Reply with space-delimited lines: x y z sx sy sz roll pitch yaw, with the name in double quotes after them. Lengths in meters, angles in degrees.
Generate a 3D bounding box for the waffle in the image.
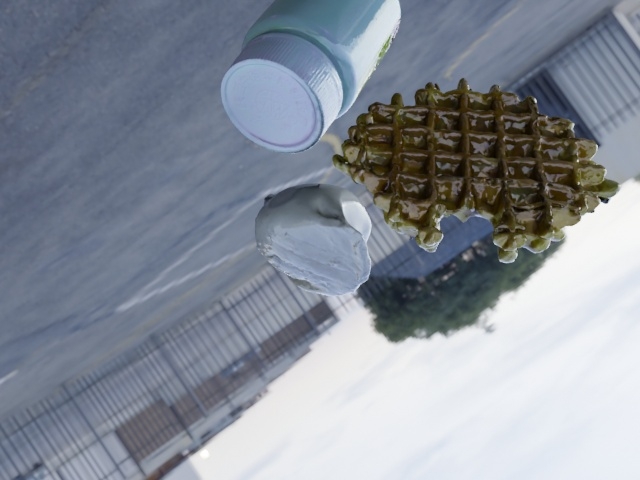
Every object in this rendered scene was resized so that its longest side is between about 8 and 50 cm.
0.138 -0.070 0.827 0.229 0.231 0.051 -28 142 -26 "waffle"

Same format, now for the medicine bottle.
-0.007 -0.212 1.003 0.139 0.139 0.225 -38 -164 48 "medicine bottle"

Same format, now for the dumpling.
-0.001 0.000 1.001 0.176 0.150 0.092 -10 -144 35 "dumpling"
